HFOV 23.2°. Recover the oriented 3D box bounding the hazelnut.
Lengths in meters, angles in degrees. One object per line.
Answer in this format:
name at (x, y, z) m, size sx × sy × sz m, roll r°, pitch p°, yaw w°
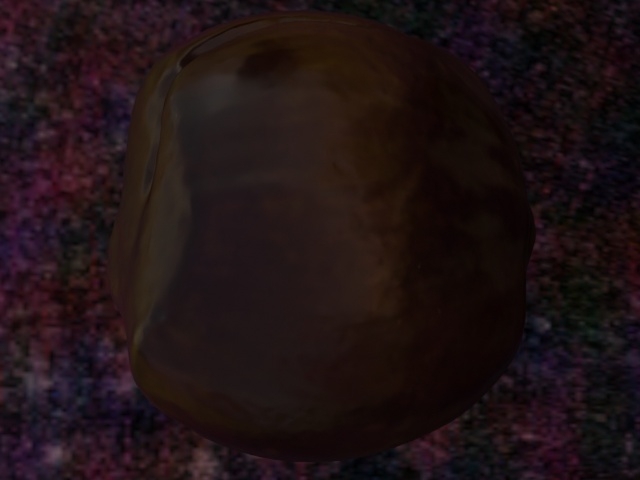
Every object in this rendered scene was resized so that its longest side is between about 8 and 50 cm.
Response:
hazelnut at (0.000, 0.000, 0.783) m, size 0.218 × 0.218 × 0.234 m, roll -21°, pitch 62°, yaw 39°
